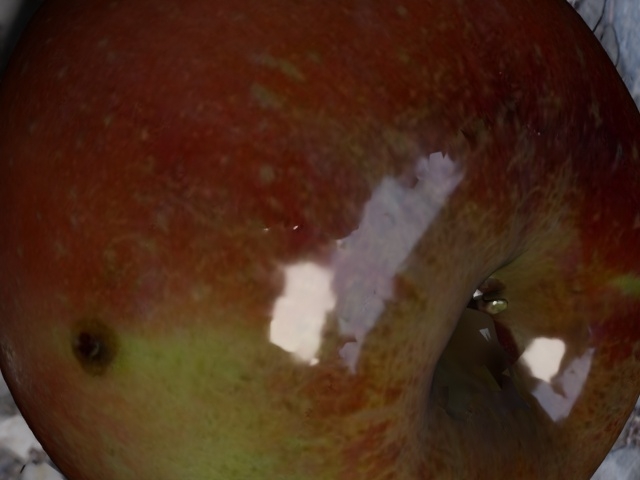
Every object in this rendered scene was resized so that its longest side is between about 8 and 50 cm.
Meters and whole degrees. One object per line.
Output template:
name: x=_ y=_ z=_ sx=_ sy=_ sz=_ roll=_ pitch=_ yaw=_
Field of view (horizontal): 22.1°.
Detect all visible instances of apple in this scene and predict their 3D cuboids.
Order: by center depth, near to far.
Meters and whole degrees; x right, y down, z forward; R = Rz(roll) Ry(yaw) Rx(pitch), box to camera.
apple: x=0.000 y=0.000 z=0.806 sx=0.348 sy=0.277 sz=0.348 roll=-17 pitch=116 yaw=-39
